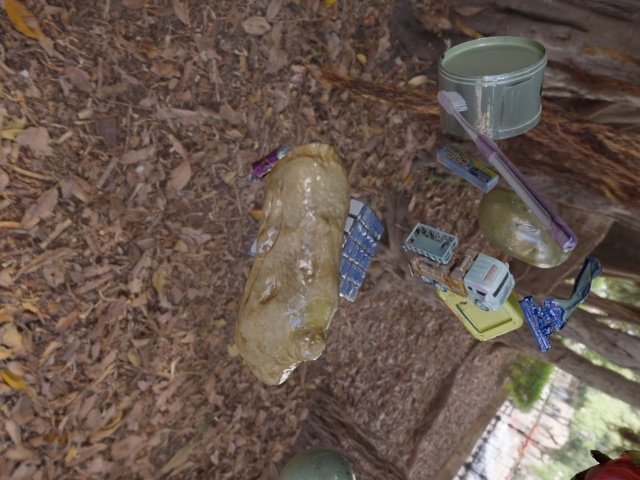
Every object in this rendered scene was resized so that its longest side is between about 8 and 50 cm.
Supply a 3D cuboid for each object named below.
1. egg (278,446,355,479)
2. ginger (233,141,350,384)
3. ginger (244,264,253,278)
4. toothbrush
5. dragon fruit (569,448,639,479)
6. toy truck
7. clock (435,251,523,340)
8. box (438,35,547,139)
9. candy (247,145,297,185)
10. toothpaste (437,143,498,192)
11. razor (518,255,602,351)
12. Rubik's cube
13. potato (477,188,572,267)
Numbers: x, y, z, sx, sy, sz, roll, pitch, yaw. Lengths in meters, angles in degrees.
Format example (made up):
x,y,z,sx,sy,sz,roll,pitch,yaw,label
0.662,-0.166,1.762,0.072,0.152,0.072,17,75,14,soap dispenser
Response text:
x,y,z,sx,sy,sz,roll,pitch,yaw,label
-0.009,0.572,1.091,0.169,0.169,0.236,-30,168,-43,egg
-0.037,0.042,0.640,0.127,0.190,0.353,4,104,-26,ginger
-0.173,0.104,1.291,0.058,0.137,0.044,-16,132,-22,ginger
0.237,-0.116,0.629,0.029,0.353,0.024,-10,135,-7,toothbrush
0.803,0.699,1.233,0.189,0.291,0.290,46,71,-23,dragon fruit
0.245,0.045,0.836,0.080,0.178,0.115,-53,142,-15,toy truck
0.397,0.140,1.176,0.143,0.202,0.096,-33,-164,36,clock
0.384,-0.347,1.066,0.226,0.226,0.149,-43,137,-30,box
-0.120,-0.183,1.110,0.043,0.175,0.045,49,34,-22,candy
0.445,-0.224,1.408,0.070,0.193,0.044,-41,148,-10,toothpaste
0.470,0.090,0.863,0.324,0.056,0.093,-23,91,-41,razor
0.000,0.000,1.206,0.236,0.238,0.237,-65,156,-7,Rubik's cube
0.482,-0.029,1.119,0.178,0.235,0.160,-25,147,-38,potato
